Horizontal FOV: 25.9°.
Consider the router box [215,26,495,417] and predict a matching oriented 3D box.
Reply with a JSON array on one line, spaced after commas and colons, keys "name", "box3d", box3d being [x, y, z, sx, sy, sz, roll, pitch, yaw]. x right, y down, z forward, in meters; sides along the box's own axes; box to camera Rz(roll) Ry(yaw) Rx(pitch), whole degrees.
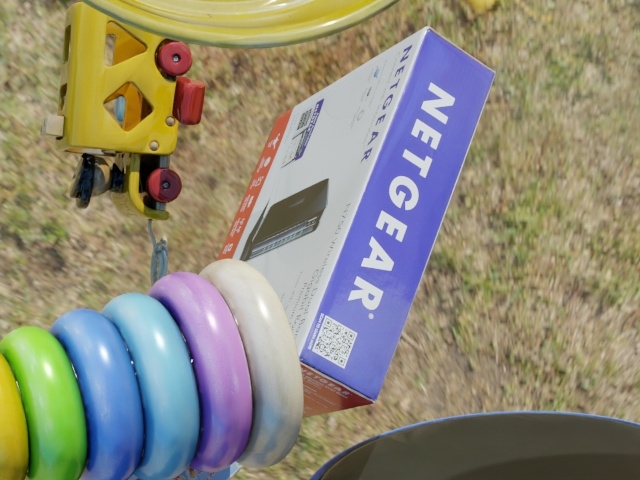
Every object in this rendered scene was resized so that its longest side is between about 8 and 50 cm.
[{"name": "router box", "box3d": [0.000, 0.000, 1.290, 0.082, 0.301, 0.335, 30, 65, -19]}]

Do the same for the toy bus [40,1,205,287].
[{"name": "toy bus", "box3d": [-0.167, -0.092, 1.107, 0.104, 0.191, 0.202, 5, 43, -19]}]

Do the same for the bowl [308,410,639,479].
[{"name": "bowl", "box3d": [0.163, 0.239, 1.167, 0.391, 0.391, 0.077, -3, 104, 7]}]

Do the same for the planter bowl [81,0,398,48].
[{"name": "planter bowl", "box3d": [-0.047, -0.172, 0.539, 0.217, 0.090, 0.217, 2, 85, -18]}]

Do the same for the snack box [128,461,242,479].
[{"name": "snack box", "box3d": [-0.092, 0.153, 0.982, 0.022, 0.178, 0.064, 3, 119, 38]}]

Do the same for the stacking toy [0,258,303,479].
[{"name": "stacking toy", "box3d": [-0.184, 0.105, 0.864, 0.330, 0.141, 0.141, -10, 75, -25]}]
